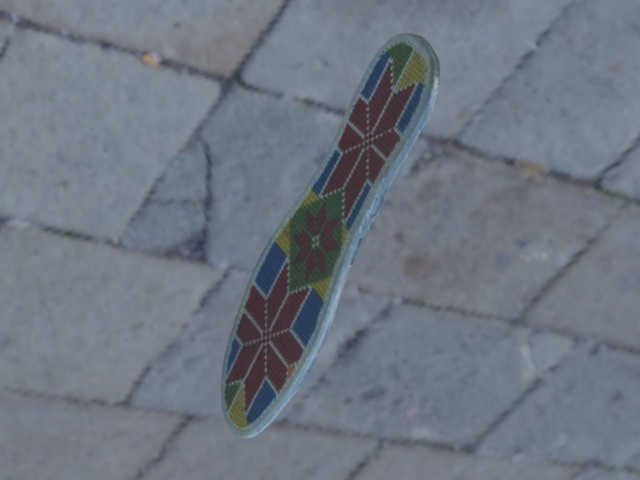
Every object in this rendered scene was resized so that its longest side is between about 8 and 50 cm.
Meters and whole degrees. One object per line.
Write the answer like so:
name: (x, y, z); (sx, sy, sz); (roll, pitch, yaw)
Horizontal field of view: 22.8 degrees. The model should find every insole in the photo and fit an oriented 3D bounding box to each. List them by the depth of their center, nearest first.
insole: (0.000, 0.000, 0.677); (0.006, 0.065, 0.193); (14, 112, -35)
